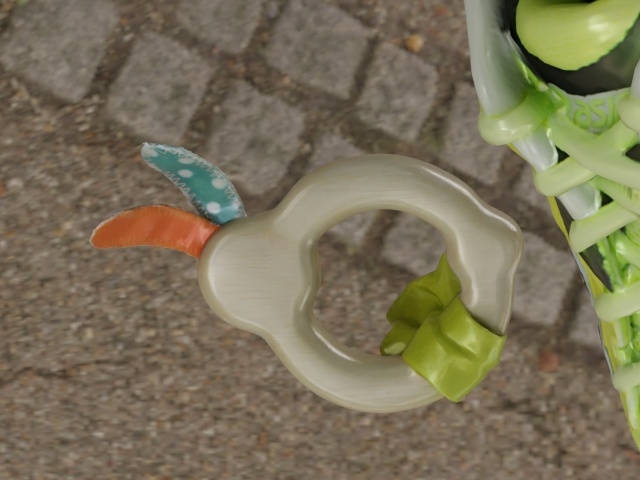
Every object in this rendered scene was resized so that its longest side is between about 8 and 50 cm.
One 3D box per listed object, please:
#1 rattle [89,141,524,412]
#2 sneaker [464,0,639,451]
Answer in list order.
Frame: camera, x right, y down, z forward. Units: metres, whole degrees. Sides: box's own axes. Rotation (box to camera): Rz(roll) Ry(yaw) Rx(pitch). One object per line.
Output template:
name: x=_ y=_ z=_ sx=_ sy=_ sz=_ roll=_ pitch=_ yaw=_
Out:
rattle: x=0.000 y=0.000 z=0.773 sx=0.143 sy=0.199 sz=0.130 roll=-68 pitch=168 yaw=-61
sneaker: x=0.106 y=-0.017 z=0.415 sx=0.147 sy=0.145 sz=0.385 roll=-19 pitch=98 yaw=-37
